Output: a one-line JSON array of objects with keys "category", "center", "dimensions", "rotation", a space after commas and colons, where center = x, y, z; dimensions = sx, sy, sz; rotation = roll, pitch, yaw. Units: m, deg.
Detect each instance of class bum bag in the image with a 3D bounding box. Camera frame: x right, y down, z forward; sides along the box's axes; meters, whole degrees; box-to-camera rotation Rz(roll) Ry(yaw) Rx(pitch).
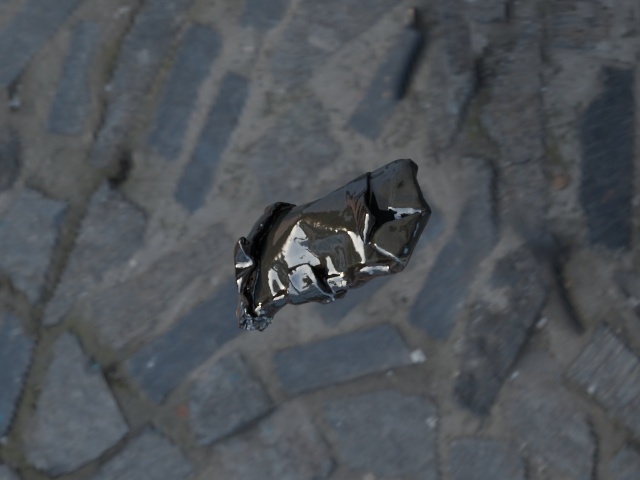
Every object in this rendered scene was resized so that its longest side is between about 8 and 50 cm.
[{"category": "bum bag", "center": [0.000, 0.000, 1.085], "dimensions": [0.197, 0.049, 0.087], "rotation": [-22, 48, 47]}]
